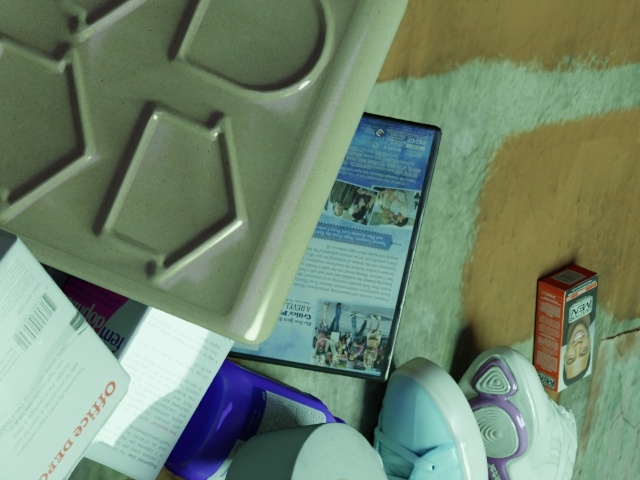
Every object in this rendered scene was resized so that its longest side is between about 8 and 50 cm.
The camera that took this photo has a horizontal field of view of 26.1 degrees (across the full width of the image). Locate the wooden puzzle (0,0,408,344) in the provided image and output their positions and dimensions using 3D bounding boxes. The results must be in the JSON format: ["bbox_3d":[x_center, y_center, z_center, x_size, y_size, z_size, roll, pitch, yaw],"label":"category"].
[{"bbox_3d":[-0.138,-0.126,1.068,0.348,0.080,0.322,24,86,-19],"label":"wooden puzzle"}]

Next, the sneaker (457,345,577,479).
[{"bbox_3d":[0.240,0.221,1.663,0.152,0.114,0.305,-51,142,-35],"label":"sneaker"}]

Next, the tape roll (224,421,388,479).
[{"bbox_3d":[-0.004,0.274,1.230,0.219,0.072,0.219,38,45,-52],"label":"tape roll"}]

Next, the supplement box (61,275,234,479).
[{"bbox_3d":[-0.154,0.078,1.181,0.114,0.111,0.220,35,81,-47],"label":"supplement box"}]

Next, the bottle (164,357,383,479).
[{"bbox_3d":[-0.042,0.200,1.361,0.283,0.092,0.118,28,88,-48],"label":"bottle"}]

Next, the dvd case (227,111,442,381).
[{"bbox_3d":[0.000,0.000,1.290,0.180,0.022,0.253,10,103,-7],"label":"dvd case"}]

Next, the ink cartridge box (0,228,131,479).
[{"bbox_3d":[-0.241,0.096,1.011,0.139,0.082,0.190,-56,145,-24],"label":"ink cartridge box"}]

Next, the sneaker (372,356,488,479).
[{"bbox_3d":[0.085,0.309,1.507,0.150,0.135,0.365,-23,121,-41],"label":"sneaker"}]

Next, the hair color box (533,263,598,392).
[{"bbox_3d":[0.302,0.108,1.702,0.072,0.043,0.141,-23,123,-38],"label":"hair color box"}]
